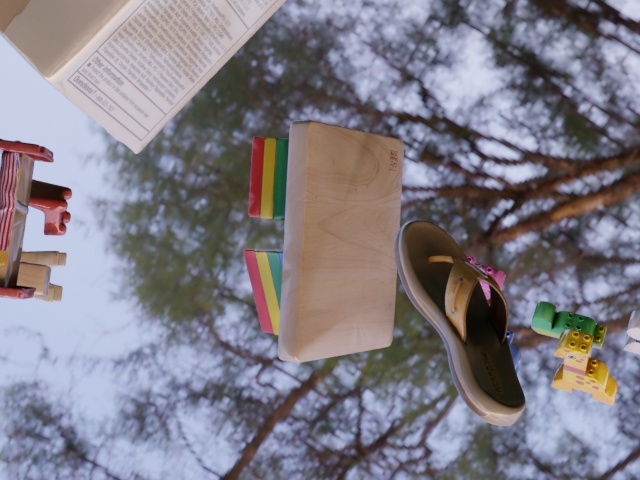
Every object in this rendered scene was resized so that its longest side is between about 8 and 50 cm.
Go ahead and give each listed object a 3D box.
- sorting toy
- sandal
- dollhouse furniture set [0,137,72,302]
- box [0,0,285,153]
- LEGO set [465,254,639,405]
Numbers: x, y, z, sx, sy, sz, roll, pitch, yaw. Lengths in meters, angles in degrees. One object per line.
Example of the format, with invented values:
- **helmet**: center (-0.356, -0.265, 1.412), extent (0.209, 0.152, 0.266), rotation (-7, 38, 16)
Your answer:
- **sorting toy**: center (0.000, 0.000, 1.405), extent (0.089, 0.255, 0.257), rotation (4, -179, 26)
- **sandal**: center (0.116, 0.055, 0.932), extent (0.072, 0.049, 0.180), rotation (2, -127, -36)
- **dollhouse furniture set**: center (-0.443, -0.024, 1.674), extent (0.152, 0.201, 0.374), rotation (8, 177, -4)
- **box**: center (-0.079, -0.224, 0.814), extent (0.121, 0.311, 0.148), rotation (43, 178, 22)
- **LEGO set**: center (0.208, 0.081, 1.071), extent (0.227, 0.093, 0.087), rotation (14, -116, 16)
